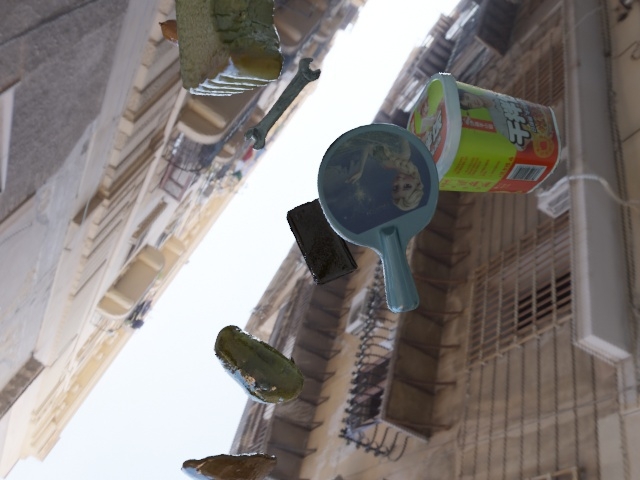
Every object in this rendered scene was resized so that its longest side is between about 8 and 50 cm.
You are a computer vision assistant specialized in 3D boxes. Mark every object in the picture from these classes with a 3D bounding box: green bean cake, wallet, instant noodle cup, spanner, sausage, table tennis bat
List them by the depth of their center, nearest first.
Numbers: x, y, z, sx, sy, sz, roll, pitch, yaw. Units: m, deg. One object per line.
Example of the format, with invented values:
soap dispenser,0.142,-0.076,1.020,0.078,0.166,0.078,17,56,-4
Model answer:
table tennis bat,0.079,-0.026,0.734,0.149,0.038,0.237,-12,-85,2
green bean cake,-0.148,-0.368,0.976,0.124,0.233,0.235,-6,-86,-34
sausage,-0.276,-0.440,1.318,0.183,0.054,0.062,24,-116,-2
wallet,0.000,0.000,1.405,0.110,0.031,0.197,-22,-105,-9
instant noodle cup,0.402,-0.243,1.479,0.308,0.293,0.293,7,-123,-13
spanner,-0.098,-0.361,1.554,0.071,0.017,0.301,41,-105,-16

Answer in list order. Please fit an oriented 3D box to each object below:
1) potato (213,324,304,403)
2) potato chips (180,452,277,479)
potato,-0.118,0.230,1.084,0.188,0.105,0.085,44,-171,-7
potato chips,-0.175,0.447,1.145,0.202,0.150,0.049,42,-153,-47
